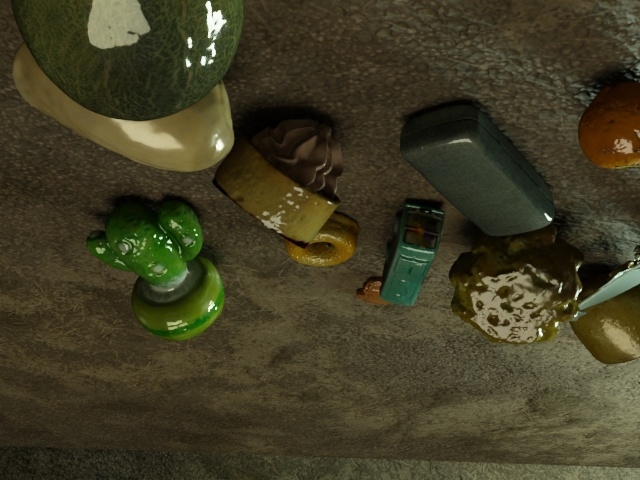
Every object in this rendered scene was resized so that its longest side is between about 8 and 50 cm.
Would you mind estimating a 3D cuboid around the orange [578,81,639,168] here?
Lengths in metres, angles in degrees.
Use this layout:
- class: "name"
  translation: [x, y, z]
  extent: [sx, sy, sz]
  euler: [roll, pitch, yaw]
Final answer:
- class: "orange"
  translation: [0.423, -0.158, 1.254]
  extent: [0.135, 0.118, 0.135]
  euler: [2, -176, 0]

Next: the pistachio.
- class: "pistachio"
  translation: [-0.251, -0.190, 1.215]
  extent: [0.299, 0.188, 0.187]
  euler: [21, 151, -14]

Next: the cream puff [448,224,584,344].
- class: "cream puff"
  translation: [0.348, 0.073, 1.642]
  extent: [0.244, 0.244, 0.196]
  euler: [6, -175, -3]

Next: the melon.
- class: "melon"
  translation: [-0.205, -0.274, 0.977]
  extent: [0.248, 0.249, 0.329]
  euler: [6, 147, -3]

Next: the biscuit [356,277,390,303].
- class: "biscuit"
  translation: [0.136, 0.109, 1.954]
  extent: [0.102, 0.019, 0.130]
  euler: [14, 152, -21]

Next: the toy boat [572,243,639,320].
- class: "toy boat"
  translation: [0.552, 0.074, 1.635]
  extent: [0.291, 0.067, 0.220]
  euler: [-45, 151, 27]

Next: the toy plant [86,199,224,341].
- class: "toy plant"
  translation: [-0.315, 0.041, 1.763]
  extent: [0.224, 0.185, 0.316]
  euler: [-6, 136, 11]

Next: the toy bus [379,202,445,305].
- class: "toy bus"
  translation: [0.167, 0.028, 1.691]
  extent: [0.091, 0.109, 0.262]
  euler: [11, 153, 2]

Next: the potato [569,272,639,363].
- class: "potato"
  translation: [0.565, 0.132, 1.791]
  extent: [0.158, 0.178, 0.203]
  euler: [39, 165, -26]

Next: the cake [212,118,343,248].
- class: "cake"
  translation: [-0.049, -0.109, 1.404]
  extent: [0.185, 0.178, 0.207]
  euler: [35, 180, -13]

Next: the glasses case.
- class: "glasses case"
  translation: [0.255, -0.102, 1.440]
  extent: [0.131, 0.074, 0.323]
  euler: [-14, 148, 32]

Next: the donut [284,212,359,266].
- class: "donut"
  translation: [0.000, 0.000, 1.714]
  extent: [0.151, 0.058, 0.152]
  euler: [2, 152, 1]
